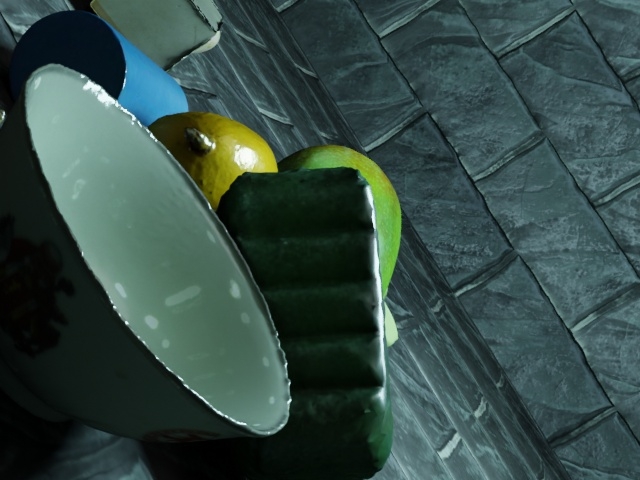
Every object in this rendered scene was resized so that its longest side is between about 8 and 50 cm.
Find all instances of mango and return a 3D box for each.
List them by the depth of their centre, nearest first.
[{"bbox_3d":[-0.135,-0.064,1.286,0.317,0.177,0.119,72,6,-73],"label":"mango"},{"bbox_3d":[0.000,0.000,1.596,0.225,0.201,0.382,33,38,-12],"label":"mango"}]

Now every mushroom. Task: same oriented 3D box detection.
[{"bbox_3d":[-0.217,-0.364,1.936,0.067,0.084,0.083,66,14,17],"label":"mushroom"}]

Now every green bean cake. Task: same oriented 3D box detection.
[{"bbox_3d":[-0.030,0.103,1.159,0.300,0.169,0.307,111,-25,-72],"label":"green bean cake"}]

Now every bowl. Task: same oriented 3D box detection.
[{"bbox_3d":[-0.177,0.042,0.877,0.337,0.158,0.337,54,12,-17],"label":"bowl"}]

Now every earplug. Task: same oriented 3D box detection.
[{"bbox_3d":[-0.234,-0.165,1.280,0.132,0.132,0.273,59,9,10],"label":"earplug"}]

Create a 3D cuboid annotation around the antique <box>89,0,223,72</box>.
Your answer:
[{"bbox_3d":[-0.239,-0.329,1.603,0.146,0.148,0.152,54,12,-18],"label":"antique"}]

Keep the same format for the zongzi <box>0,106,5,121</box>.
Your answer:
[{"bbox_3d":[-0.331,-0.138,1.034,0.076,0.040,0.083,44,4,-23],"label":"zongzi"}]

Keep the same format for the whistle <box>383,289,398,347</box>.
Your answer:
[{"bbox_3d":[0.042,0.057,1.854,0.141,0.141,0.294,-107,179,-53],"label":"whistle"}]
